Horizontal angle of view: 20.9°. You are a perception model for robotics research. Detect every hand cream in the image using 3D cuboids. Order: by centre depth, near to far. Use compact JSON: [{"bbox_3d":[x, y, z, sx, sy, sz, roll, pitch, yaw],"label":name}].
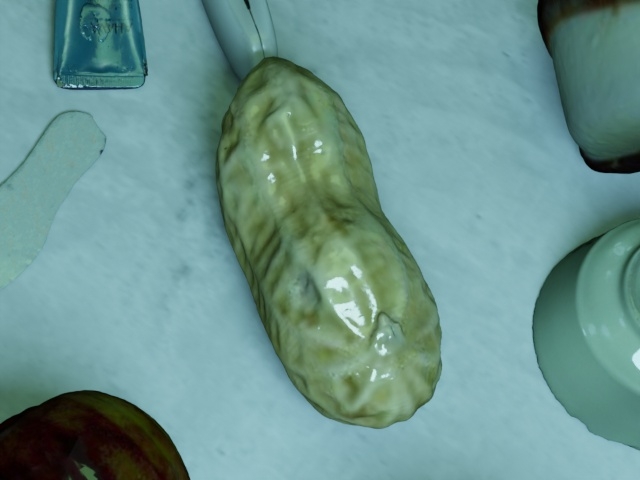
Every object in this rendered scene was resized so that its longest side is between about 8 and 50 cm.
[{"bbox_3d":[-0.203,-0.239,1.552,0.083,0.048,0.224,-2,72,-14],"label":"hand cream"}]

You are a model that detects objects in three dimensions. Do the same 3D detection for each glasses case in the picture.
[{"bbox_3d":[-0.082,-0.226,1.547,0.049,0.074,0.193,-17,70,-14],"label":"glasses case"}]

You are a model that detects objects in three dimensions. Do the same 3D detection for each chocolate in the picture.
[{"bbox_3d":[0.329,-0.155,1.492,0.283,0.283,0.186,-2,68,-12],"label":"chocolate"}]

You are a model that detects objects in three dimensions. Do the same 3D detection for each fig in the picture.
[{"bbox_3d":[-0.146,0.267,1.272,0.217,0.217,0.321,-40,99,-23],"label":"fig"}]

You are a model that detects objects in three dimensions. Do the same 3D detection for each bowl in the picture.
[{"bbox_3d":[0.295,0.065,1.471,0.211,0.112,0.211,4,64,-8],"label":"bowl"}]

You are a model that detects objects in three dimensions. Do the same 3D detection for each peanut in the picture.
[{"bbox_3d":[0.000,0.000,1.419,0.140,0.153,0.325,-20,79,-3],"label":"peanut"}]

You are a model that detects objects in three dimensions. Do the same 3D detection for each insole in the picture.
[{"bbox_3d":[-0.247,-0.033,1.468,0.065,0.004,0.197,29,64,3],"label":"insole"}]
